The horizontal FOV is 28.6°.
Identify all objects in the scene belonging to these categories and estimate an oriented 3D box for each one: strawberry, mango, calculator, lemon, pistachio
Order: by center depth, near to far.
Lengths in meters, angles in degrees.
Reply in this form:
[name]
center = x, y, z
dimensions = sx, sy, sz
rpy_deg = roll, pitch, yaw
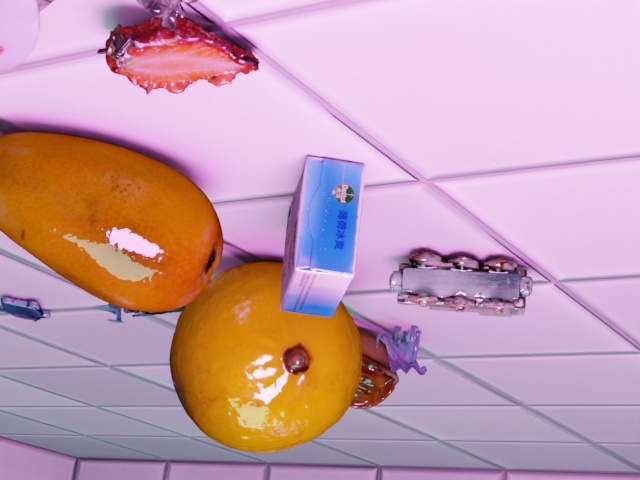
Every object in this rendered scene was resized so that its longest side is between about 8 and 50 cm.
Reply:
[strawberry]
center = -0.132, -0.176, 1.168
dimensions = 0.152, 0.048, 0.104
rpy_deg = 1, 160, -27
[mango]
center = -0.262, -0.030, 1.477
dimensions = 0.317, 0.173, 0.211
rpy_deg = 25, 163, -15
[lemon]
center = -0.080, 0.169, 1.826
dimensions = 0.297, 0.297, 0.297
rpy_deg = 6, 162, 2
[pistachio]
center = 0.038, 0.207, 2.148
dimensions = 0.210, 0.130, 0.165
rpy_deg = 35, 161, -17
[calculator]
center = -0.540, 0.126, 2.286
dimensions = 0.094, 0.019, 0.141
rpy_deg = 9, 163, -4

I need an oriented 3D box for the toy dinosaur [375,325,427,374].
[toy dinosaur]
center = 0.140, 0.184, 2.110
dimensions = 0.045, 0.080, 0.197
rpy_deg = 0, 161, 29

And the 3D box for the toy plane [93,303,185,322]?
[toy plane]
center = -0.280, 0.098, 2.054
dimensions = 0.235, 0.060, 0.096
rpy_deg = -8, 170, 28

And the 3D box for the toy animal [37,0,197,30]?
[toy animal]
center = -0.221, -0.218, 1.029
dimensions = 0.217, 0.073, 0.176
rpy_deg = -3, 159, 41

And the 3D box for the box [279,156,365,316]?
[box]
center = -0.001, 0.000, 1.501
dimensions = 0.073, 0.139, 0.194
rpy_deg = 8, 162, -5

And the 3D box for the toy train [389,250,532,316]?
[toy train]
center = 0.194, 0.066, 1.735
dimensions = 0.194, 0.080, 0.125
rpy_deg = 3, 166, 7

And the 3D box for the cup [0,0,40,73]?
[cup]
center = -0.404, -0.177, 0.938
dimensions = 0.347, 0.163, 0.347
rpy_deg = 20, 155, 10
